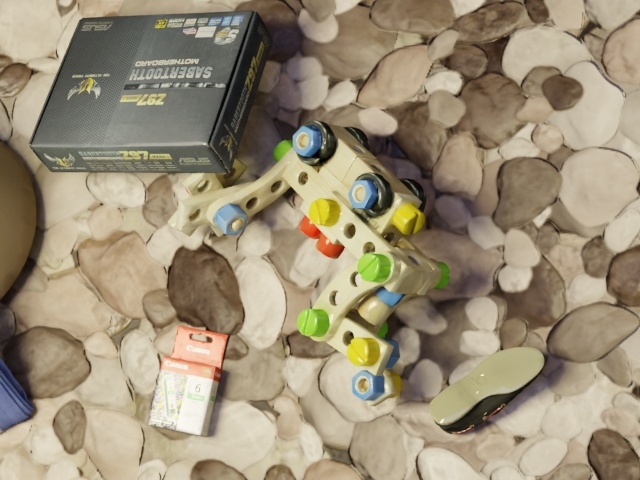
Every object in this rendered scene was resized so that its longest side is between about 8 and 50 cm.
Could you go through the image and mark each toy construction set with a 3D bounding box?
[{"bbox_3d":[0.000,0.000,1.632,0.327,0.151,0.215,39,113,23],"label":"toy construction set"}]

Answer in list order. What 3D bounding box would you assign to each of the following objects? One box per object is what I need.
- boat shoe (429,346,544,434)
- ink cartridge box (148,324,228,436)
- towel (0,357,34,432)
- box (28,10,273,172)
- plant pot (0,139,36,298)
[{"bbox_3d":[0.177,0.156,1.611,0.133,0.042,0.049,-33,54,3],"label":"boat shoe"},{"bbox_3d":[-0.144,0.152,1.676,0.063,0.029,0.115,10,81,13],"label":"ink cartridge box"},{"bbox_3d":[-0.510,0.174,1.658,0.336,0.243,0.040,-25,37,5],"label":"towel"},{"bbox_3d":[-0.185,-0.162,1.681,0.232,0.059,0.183,2,59,26],"label":"box"},{"bbox_3d":[-0.477,-0.052,1.642,0.256,0.274,0.256,-4,73,13],"label":"plant pot"}]
